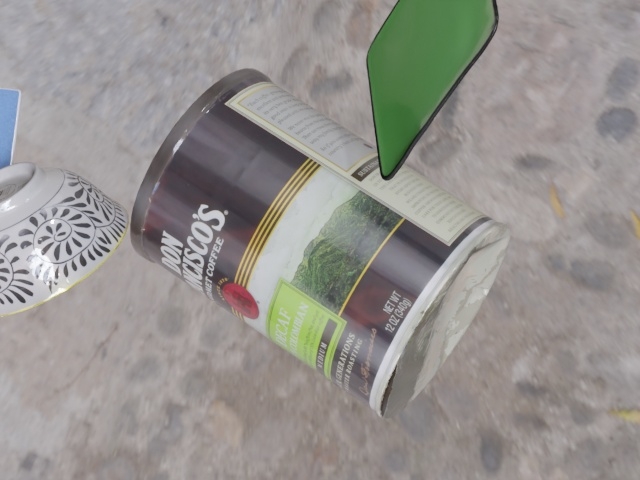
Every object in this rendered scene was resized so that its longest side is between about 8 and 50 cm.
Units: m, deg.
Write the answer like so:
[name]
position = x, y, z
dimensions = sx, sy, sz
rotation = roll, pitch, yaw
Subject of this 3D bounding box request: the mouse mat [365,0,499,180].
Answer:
[mouse mat]
position = 0.083, -0.156, 1.176
dimensions = 0.007, 0.152, 0.189
rotation = 13, 139, -22

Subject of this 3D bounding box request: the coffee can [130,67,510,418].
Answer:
[coffee can]
position = 0.000, 0.000, 1.344
dimensions = 0.275, 0.201, 0.201
rotation = 33, 101, 17

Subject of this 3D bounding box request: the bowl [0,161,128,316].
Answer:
[bowl]
position = -0.260, -0.015, 1.312
dimensions = 0.170, 0.170, 0.080
rotation = -24, 119, 4

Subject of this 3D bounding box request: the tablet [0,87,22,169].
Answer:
[tablet]
position = -0.302, -0.099, 1.380
dimensions = 0.054, 0.006, 0.083
rotation = 7, 89, 13
